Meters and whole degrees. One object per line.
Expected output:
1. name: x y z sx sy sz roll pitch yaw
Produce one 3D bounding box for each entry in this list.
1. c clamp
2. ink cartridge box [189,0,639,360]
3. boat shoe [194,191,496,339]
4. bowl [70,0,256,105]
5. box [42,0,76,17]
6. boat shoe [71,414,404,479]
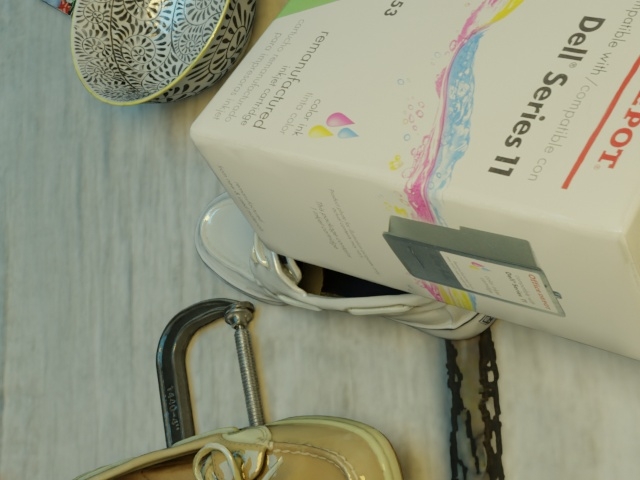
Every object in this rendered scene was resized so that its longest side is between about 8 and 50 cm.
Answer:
1. c clamp: -0.062 0.106 0.979 0.137 0.022 0.161 -35 56 30
2. ink cartridge box: 0.130 -0.065 0.766 0.353 0.119 0.207 15 60 37
3. boat shoe: 0.000 0.000 0.922 0.258 0.084 0.095 7 79 40
4. bowl: -0.104 -0.171 1.072 0.170 0.080 0.170 -14 66 35
5. box: -0.201 -0.263 1.218 0.094 0.027 0.137 33 96 43
6. boat shoe: -0.074 0.177 0.901 0.285 0.089 0.105 -19 79 37
